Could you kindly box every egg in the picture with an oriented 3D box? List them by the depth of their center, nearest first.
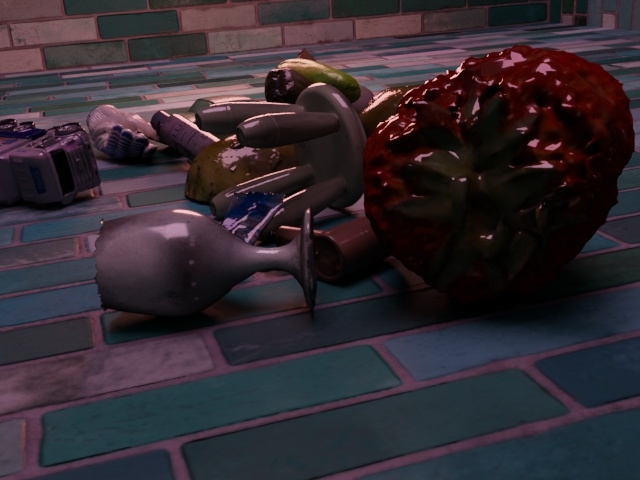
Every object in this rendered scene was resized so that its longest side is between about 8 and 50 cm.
[{"bbox_3d":[0.076,-0.292,1.724,0.103,0.103,0.135,-4,19,-2],"label":"egg"}]

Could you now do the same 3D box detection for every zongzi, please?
[{"bbox_3d":[0.018,-0.249,1.512,0.242,0.112,0.221,4,-16,9],"label":"zongzi"}]

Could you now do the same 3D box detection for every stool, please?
[{"bbox_3d":[-0.058,-0.124,1.163,0.199,0.195,0.195,-16,24,-27],"label":"stool"}]

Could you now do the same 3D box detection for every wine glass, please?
[{"bbox_3d":[-0.124,0.023,0.876,0.241,0.126,0.126,0,20,1],"label":"wine glass"}]

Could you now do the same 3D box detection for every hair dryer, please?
[{"bbox_3d":[0.000,0.000,1.017,0.182,0.064,0.117,8,22,43],"label":"hair dryer"}]

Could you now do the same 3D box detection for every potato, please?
[{"bbox_3d":[-0.101,-0.141,1.342,0.272,0.111,0.160,-11,20,-21],"label":"potato"},{"bbox_3d":[0.192,-0.208,1.407,0.251,0.159,0.174,14,49,20],"label":"potato"}]

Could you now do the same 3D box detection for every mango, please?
[{"bbox_3d":[-0.010,-0.321,1.657,0.233,0.111,0.125,19,-9,38],"label":"mango"}]

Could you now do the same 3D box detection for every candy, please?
[{"bbox_3d":[-0.109,-0.011,1.020,0.088,0.038,0.136,9,63,38],"label":"candy"}]

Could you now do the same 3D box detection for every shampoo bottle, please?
[{"bbox_3d":[-0.253,-0.195,1.502,0.072,0.072,0.214,-20,40,-38],"label":"shampoo bottle"}]

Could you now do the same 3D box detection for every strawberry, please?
[{"bbox_3d":[0.215,-0.080,0.920,0.312,0.267,0.351,-30,-3,14],"label":"strawberry"}]

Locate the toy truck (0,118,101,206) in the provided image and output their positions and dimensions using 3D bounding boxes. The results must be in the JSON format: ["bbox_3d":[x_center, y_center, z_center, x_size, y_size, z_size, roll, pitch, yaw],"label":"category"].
[{"bbox_3d":[-0.530,-0.131,1.371,0.268,0.124,0.155,7,30,32],"label":"toy truck"}]

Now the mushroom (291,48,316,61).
[{"bbox_3d":[-0.058,-0.452,2.174,0.117,0.141,0.188,31,27,-4],"label":"mushroom"}]

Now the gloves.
[{"bbox_3d":[-0.407,-0.220,1.620,0.119,0.097,0.229,-38,38,-21],"label":"gloves"}]

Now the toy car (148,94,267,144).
[{"bbox_3d":[-0.215,-0.269,1.720,0.321,0.097,0.141,-16,23,-30],"label":"toy car"}]
